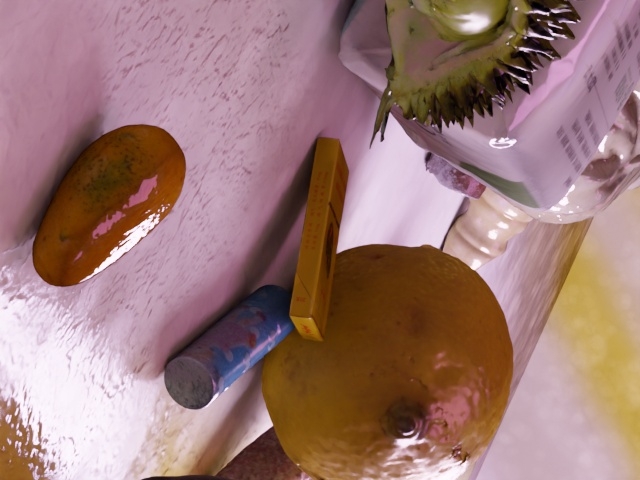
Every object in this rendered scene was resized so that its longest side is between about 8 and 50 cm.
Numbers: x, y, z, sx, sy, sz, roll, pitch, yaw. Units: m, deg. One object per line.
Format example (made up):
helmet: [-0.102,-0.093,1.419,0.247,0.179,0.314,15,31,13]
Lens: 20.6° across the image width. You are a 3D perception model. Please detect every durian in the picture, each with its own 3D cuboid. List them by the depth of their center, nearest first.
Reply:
durian: [0.093,-0.213,1.142,0.352,0.169,0.158,71,27,-50]

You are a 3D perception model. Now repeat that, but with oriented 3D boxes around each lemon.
lemon: [0.066,0.114,1.612,0.253,0.228,0.228,-53,164,-48]

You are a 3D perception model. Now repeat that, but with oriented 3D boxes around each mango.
mango: [-0.122,-0.019,1.010,0.114,0.057,0.079,-51,173,-23]

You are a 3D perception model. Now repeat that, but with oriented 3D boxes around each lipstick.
lipstick: [-0.070,0.084,1.424,0.158,0.048,0.048,-39,153,-58]

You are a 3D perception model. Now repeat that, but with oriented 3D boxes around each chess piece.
chess piece: [0.188,0.011,2.217,0.200,0.090,0.090,-56,170,22]

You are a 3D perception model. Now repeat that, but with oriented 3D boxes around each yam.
yam: [0.169,-0.121,1.876,0.141,0.079,0.079,-64,167,8]

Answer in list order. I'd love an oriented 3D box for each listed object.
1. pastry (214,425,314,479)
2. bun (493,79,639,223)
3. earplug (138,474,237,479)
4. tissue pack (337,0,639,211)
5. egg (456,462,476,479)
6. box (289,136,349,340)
pastry: [-0.039,0.235,1.699,0.265,0.112,0.102,-51,151,-44]
bun: [0.327,-0.178,2.058,0.359,0.211,0.359,-55,165,-24]
earplug: [-0.087,0.381,1.371,0.312,0.313,0.394,-58,167,-18]
tissue pack: [0.168,-0.191,1.471,0.266,0.194,0.356,-60,166,-1]
egg: [0.086,0.220,1.968,0.186,0.186,0.241,-58,167,-20]
box: [0.000,0.000,1.470,0.087,0.023,0.155,77,21,-74]
